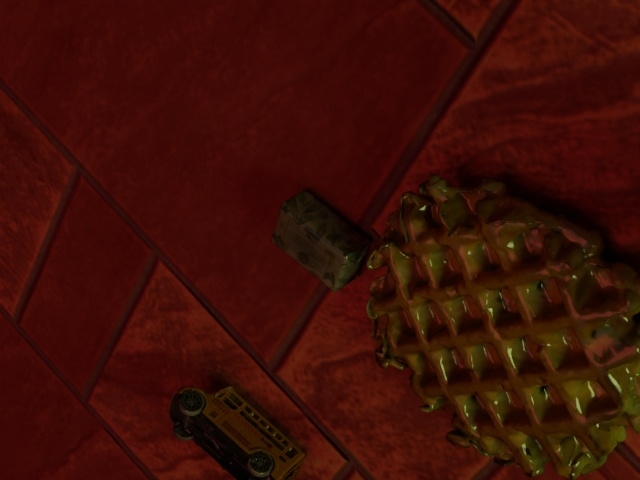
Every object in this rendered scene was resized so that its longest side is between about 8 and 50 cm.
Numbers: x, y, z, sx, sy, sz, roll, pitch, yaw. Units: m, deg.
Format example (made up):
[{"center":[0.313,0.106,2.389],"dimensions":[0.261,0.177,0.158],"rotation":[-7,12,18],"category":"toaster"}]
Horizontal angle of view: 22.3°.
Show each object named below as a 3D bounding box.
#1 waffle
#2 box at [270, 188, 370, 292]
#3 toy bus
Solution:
[{"center":[0.173,0.089,1.518],"dimensions":[0.325,0.068,0.302],"rotation":[35,135,26],"category":"waffle"},{"center":[0.000,0.000,1.650],"dimensions":[0.098,0.045,0.062],"rotation":[37,137,21],"category":"box"},{"center":[-0.099,0.224,1.869],"dimensions":[0.162,0.074,0.069],"rotation":[40,144,16],"category":"toy bus"}]
